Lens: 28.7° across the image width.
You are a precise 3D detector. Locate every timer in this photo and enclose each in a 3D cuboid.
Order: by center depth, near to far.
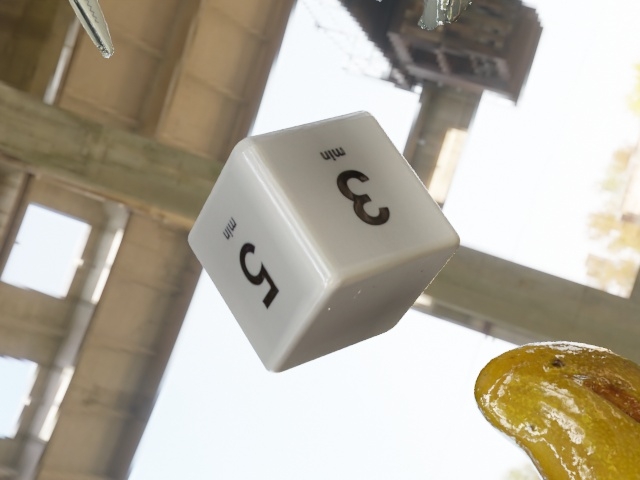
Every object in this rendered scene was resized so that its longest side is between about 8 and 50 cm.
[{"bbox_3d":[0.000,0.000,1.367,0.192,0.195,0.194,-17,-25,-36],"label":"timer"}]

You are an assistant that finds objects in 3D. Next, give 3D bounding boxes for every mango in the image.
[{"bbox_3d":[0.277,0.198,1.145,0.177,0.295,0.120,-45,2,-34],"label":"mango"}]

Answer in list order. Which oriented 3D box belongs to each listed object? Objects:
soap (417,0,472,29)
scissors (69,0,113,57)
[{"bbox_3d":[0.206,-0.391,1.365,0.258,0.159,0.302,-7,-63,-34],"label":"soap"},{"bbox_3d":[-0.227,-0.246,1.124,0.176,0.085,0.022,66,172,-7],"label":"scissors"}]
